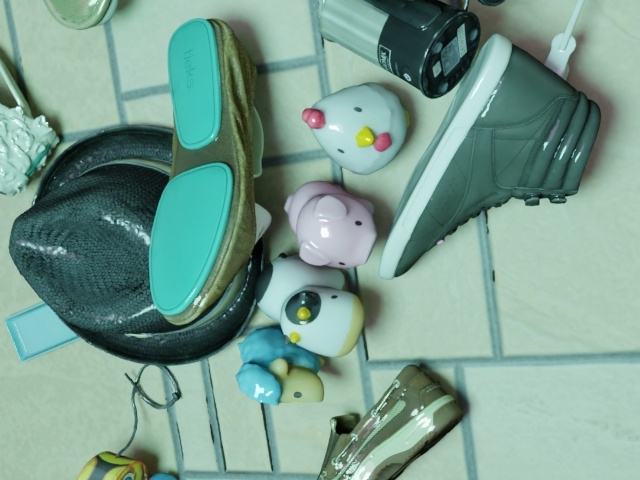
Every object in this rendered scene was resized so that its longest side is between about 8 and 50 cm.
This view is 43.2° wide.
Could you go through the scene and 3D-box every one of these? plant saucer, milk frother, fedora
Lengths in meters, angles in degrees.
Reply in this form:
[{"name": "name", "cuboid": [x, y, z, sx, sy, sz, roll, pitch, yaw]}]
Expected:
[{"name": "plant saucer", "cuboid": [-0.346, 0.106, 1.096, 0.192, 0.018, 0.067, -22, 90, 24]}, {"name": "milk frother", "cuboid": [0.093, -0.228, 0.752, 0.135, 0.143, 0.129, 37, 149, 29]}, {"name": "fedora", "cuboid": [-0.239, 0.014, 0.953, 0.334, 0.152, 0.334, 2, 96, 18]}]

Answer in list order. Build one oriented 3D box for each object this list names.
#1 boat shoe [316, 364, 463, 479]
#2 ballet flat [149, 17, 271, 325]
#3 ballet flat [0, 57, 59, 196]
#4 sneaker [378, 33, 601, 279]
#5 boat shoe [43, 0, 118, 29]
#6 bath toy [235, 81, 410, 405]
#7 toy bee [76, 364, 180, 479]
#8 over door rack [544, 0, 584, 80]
[{"name": "boat shoe", "cuboid": [0.045, 0.241, 0.928, 0.257, 0.095, 0.095, -45, 67, 16]}, {"name": "ballet flat", "cuboid": [-0.108, -0.072, 0.875, 0.116, 0.124, 0.342, -14, 68, 30]}, {"name": "ballet flat", "cuboid": [-0.497, -0.226, 1.061, 0.409, 0.147, 0.147, 45, 112, 7]}, {"name": "sneaker", "cuboid": [0.167, -0.046, 0.811, 0.147, 0.104, 0.295, 24, 126, -4]}, {"name": "boat shoe", "cuboid": [-0.273, -0.396, 0.938, 0.113, 0.103, 0.302, -2, 97, 9]}, {"name": "bath toy", "cuboid": [0.000, 0.000, 0.865, 0.151, 0.129, 0.348, 26, 107, 34]}, {"name": "toy bee", "cuboid": [-0.270, 0.329, 1.024, 0.195, 0.162, 0.298, -14, 93, 25]}, {"name": "over door rack", "cuboid": [0.171, -0.329, 0.766, 0.240, 0.108, 0.324, 23, 107, 18]}]
